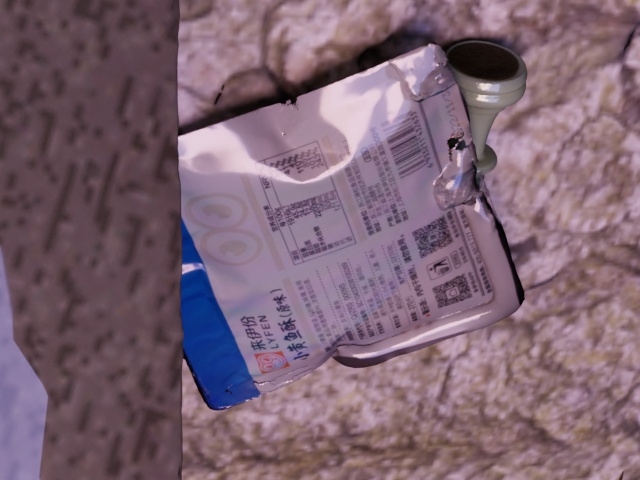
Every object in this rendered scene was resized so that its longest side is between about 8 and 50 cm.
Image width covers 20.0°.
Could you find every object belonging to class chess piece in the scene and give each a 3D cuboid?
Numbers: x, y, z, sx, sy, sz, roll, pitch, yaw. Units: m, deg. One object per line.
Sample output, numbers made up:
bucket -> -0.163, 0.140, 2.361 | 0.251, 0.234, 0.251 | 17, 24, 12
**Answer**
chess piece -> 0.073, -0.047, 0.876 | 0.042, 0.042, 0.093 | -9, 128, -20

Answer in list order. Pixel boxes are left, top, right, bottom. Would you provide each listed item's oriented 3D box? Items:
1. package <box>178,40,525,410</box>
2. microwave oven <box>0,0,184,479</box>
package -> 0.000, 0.000, 0.867 | 0.173, 0.027, 0.171 | -18, 130, 4
microwave oven -> -0.282, 0.007, 0.560 | 0.432, 0.236, 0.374 | -3, 97, -25
